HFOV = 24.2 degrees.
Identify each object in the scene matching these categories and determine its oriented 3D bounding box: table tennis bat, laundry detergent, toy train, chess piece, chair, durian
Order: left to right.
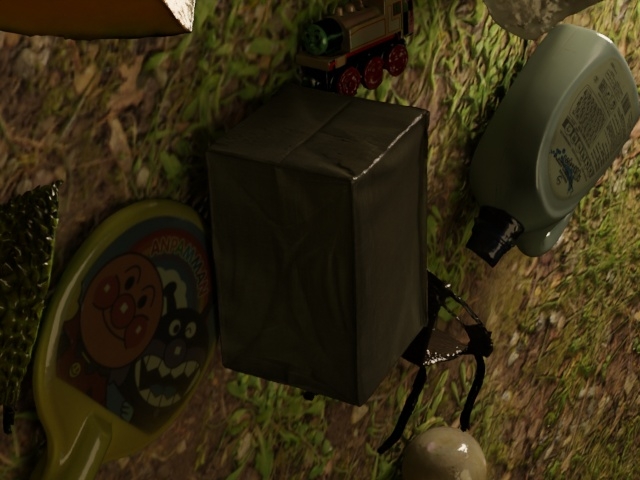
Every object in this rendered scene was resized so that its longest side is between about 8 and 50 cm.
[{"bbox_3d":[-0.237,0.059,1.127,0.100,0.086,0.215,-22,132,-66],"label":"durian"},{"bbox_3d":[-0.185,0.135,1.256,0.368,0.054,0.224,-64,147,-13],"label":"table tennis bat"},{"bbox_3d":[0.032,-0.185,1.387,0.138,0.050,0.087,-30,126,-41],"label":"toy train"},{"bbox_3d":[0.092,0.094,1.524,0.149,0.174,0.213,-14,130,-46],"label":"chair"},{"bbox_3d":[0.150,0.341,1.776,0.143,0.143,0.260,-32,124,-42],"label":"chess piece"},{"bbox_3d":[0.255,-0.084,1.696,0.280,0.105,0.215,-60,147,-16],"label":"laundry detergent"}]

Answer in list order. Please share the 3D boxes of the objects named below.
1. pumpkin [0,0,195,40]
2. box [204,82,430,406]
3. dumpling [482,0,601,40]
[{"bbox_3d":[-0.230,-0.239,0.950,0.312,0.169,0.148,47,32,-38],"label":"pumpkin"},{"bbox_3d":[0.000,0.000,1.332,0.149,0.155,0.231,-45,142,-49],"label":"box"},{"bbox_3d":[0.258,-0.341,1.463,0.227,0.175,0.243,50,46,-37],"label":"dumpling"}]
